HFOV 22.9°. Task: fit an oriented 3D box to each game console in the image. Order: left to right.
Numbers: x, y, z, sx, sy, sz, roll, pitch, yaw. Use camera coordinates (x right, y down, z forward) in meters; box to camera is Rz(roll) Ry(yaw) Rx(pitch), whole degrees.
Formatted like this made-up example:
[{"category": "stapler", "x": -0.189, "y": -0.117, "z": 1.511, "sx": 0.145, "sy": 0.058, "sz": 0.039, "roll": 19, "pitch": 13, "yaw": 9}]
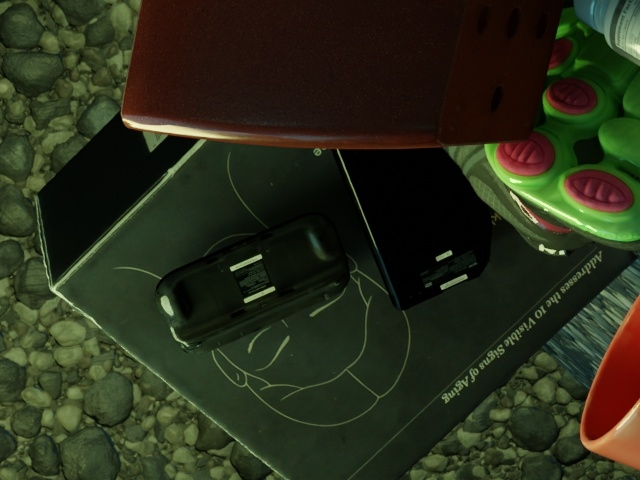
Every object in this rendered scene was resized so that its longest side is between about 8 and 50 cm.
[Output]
[{"category": "game console", "x": 0.000, "y": 0.000, "z": 1.630, "sx": 0.044, "sy": 0.361, "sz": 0.213, "roll": -122, "pitch": 10, "yaw": -64}]

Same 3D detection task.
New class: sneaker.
[{"category": "sneaker", "x": 0.227, "y": -0.086, "z": 1.381, "sx": 0.202, "sy": 0.185, "sz": 0.483, "roll": 48, "pitch": -177, "yaw": -19}]

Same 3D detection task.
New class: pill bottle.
[{"category": "pill bottle", "x": 0.250, "y": -0.153, "z": 1.114, "sx": 0.137, "sy": 0.078, "sz": 0.078, "roll": 40, "pitch": 176, "yaw": 34}]

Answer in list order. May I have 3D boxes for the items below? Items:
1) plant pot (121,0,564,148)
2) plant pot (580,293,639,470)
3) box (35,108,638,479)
[{"category": "plant pot", "x": 0.043, "y": -0.188, "z": 1.182, "sx": 0.235, "sy": 0.267, "sz": 0.267, "roll": 17, "pitch": -167, "yaw": 27}, {"category": "plant pot", "x": 0.429, "y": 0.145, "z": 1.558, "sx": 0.243, "sy": 0.275, "sz": 0.275, "roll": 31, "pitch": 177, "yaw": -2}, {"category": "box", "x": 0.011, "y": -0.018, "z": 1.809, "sx": 0.472, "sy": 0.480, "sz": 0.297, "roll": 43, "pitch": -173, "yaw": -25}]
